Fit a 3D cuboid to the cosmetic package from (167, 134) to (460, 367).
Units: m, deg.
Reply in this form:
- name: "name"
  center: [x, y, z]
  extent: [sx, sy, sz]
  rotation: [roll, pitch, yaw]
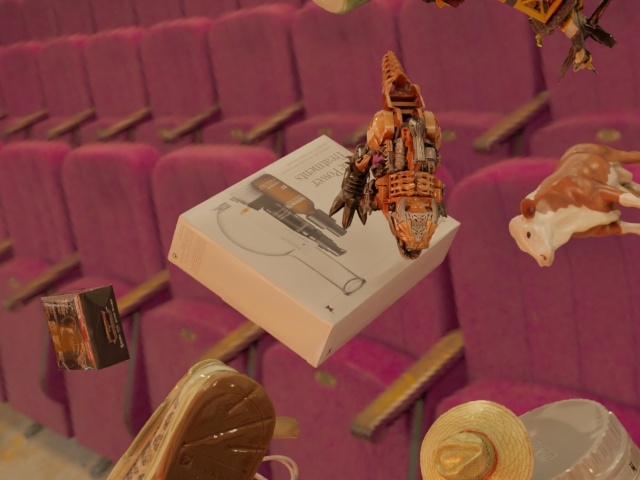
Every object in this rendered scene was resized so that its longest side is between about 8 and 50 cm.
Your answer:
- name: "cosmetic package"
  center: [0.000, 0.000, 1.658]
  extent: [0.284, 0.097, 0.377]
  rotation: [36, 40, 17]

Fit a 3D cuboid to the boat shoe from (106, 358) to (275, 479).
- name: "boat shoe"
  center: [-0.135, 0.229, 0.867]
  extent: [0.285, 0.104, 0.089]
  rotation: [-56, 25, -7]

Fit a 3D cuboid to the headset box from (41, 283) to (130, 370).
- name: "headset box"
  center: [-0.183, 0.069, 0.852]
  extent: [0.032, 0.062, 0.083]
  rotation: [-16, 4, -37]

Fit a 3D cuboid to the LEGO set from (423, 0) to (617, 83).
- name: "LEGO set"
  center: [0.240, -0.319, 0.934]
  extent: [0.331, 0.192, 0.255]
  rotation: [-58, 28, 21]

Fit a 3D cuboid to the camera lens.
- name: "camera lens"
  center: [0.336, 0.369, 1.378]
  extent: [0.219, 0.274, 0.219]
  rotation: [-30, 12, 7]

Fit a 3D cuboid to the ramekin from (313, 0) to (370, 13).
- name: "ramekin"
  center: [0.020, -0.477, 1.566]
  extent: [0.148, 0.303, 0.303]
  rotation: [-34, 23, -10]

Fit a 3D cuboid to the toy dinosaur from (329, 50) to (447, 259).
- name: "toy dinosaur"
  center: [0.119, -0.116, 1.483]
  extent: [0.164, 0.218, 0.322]
  rotation: [19, 59, 4]

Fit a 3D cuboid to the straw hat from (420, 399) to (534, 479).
- name: "straw hat"
  center: [0.164, 0.248, 1.239]
  extent: [0.144, 0.144, 0.061]
  rotation: [-7, -17, 32]

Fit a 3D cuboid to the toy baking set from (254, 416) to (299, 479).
- name: "toy baking set"
  center: [-0.134, 0.335, 1.531]
  extent: [0.030, 0.197, 0.256]
  rotation: [-41, 20, 53]

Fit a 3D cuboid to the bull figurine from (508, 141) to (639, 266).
- name: "bull figurine"
  center: [0.383, -0.058, 1.523]
  extent: [0.188, 0.101, 0.310]
  rotation: [12, 32, 18]
